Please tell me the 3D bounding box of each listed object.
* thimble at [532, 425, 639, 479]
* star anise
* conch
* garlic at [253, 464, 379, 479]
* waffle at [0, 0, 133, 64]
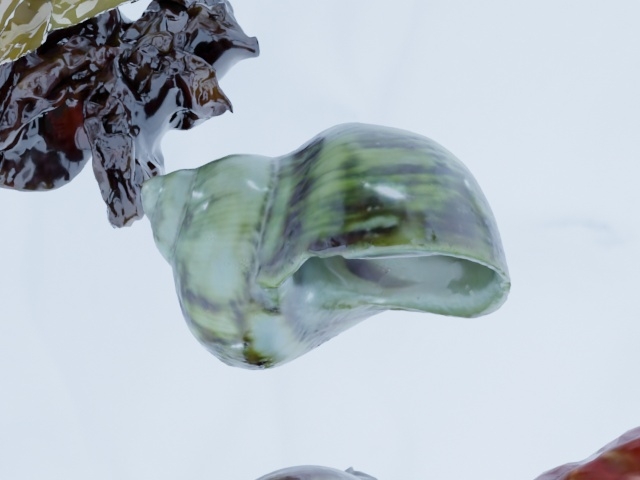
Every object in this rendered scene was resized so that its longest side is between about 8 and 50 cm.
[{"bbox_3d":[0.221,0.216,0.766,0.350,0.350,0.231,-15,103,55],"label":"thimble"},{"bbox_3d":[-0.134,-0.111,1.014,0.220,0.190,0.126,-95,6,-48],"label":"star anise"},{"bbox_3d":[-0.001,-0.003,0.875,0.187,0.181,0.124,120,140,-71],"label":"conch"},{"bbox_3d":[-0.018,0.255,0.960,0.245,0.160,0.245,173,90,-87],"label":"garlic"},{"bbox_3d":[-0.020,-0.207,0.553,0.077,0.304,0.348,45,131,4],"label":"waffle"}]
